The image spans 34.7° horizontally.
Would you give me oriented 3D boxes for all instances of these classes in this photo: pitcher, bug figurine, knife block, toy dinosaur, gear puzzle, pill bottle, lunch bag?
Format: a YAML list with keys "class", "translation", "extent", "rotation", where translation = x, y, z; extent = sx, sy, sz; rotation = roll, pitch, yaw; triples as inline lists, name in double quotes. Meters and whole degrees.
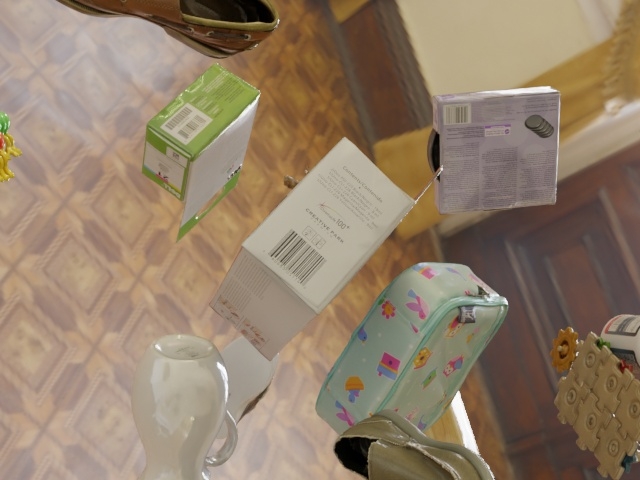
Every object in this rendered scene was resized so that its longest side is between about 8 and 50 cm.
- class: "pitcher"
  translation: [-0.169, 0.226, 1.346]
  extent: [0.177, 0.125, 0.207]
  rotation: [-19, 121, -52]
- class: "bug figurine"
  translation: [-0.532, -0.170, 1.404]
  extent: [0.279, 0.072, 0.216]
  rotation: [20, 13, -1]
- class: "knife block"
  translation: [0.236, 0.297, 2.084]
  extent: [0.088, 0.275, 0.242]
  rotation: [38, 74, -47]
- class: "toy dinosaur"
  translation: [0.021, -0.122, 2.349]
  extent: [0.211, 0.112, 0.064]
  rotation: [19, 1, 0]
- class: "gear puzzle"
  translation: [0.490, 0.269, 1.814]
  extent: [0.044, 0.176, 0.339]
  rotation: [14, 20, -20]
- class: "pill bottle"
  translation: [0.580, 0.185, 1.789]
  extent: [0.107, 0.180, 0.108]
  rotation: [1, 88, -16]
- class: "lunch bag"
  translation: [0.137, 0.160, 1.423]
  extent: [0.224, 0.279, 0.108]
  rotation: [7, 31, -52]

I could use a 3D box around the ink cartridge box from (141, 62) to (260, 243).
- class: "ink cartridge box"
  translation: [-0.209, -0.140, 1.720]
  extent: [0.097, 0.255, 0.189]
  rotation: [34, 54, 9]

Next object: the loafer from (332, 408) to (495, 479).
- class: "loafer"
  translation: [0.093, 0.249, 1.051]
  extent: [0.087, 0.251, 0.094]
  rotation: [-10, 102, -25]

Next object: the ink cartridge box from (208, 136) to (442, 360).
- class: "ink cartridge box"
  translation: [0.000, 0.000, 1.395]
  extent: [0.130, 0.309, 0.272]
  rotation: [42, 67, 1]

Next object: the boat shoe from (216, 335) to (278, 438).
- class: "boat shoe"
  translation: [-0.140, 0.264, 1.955]
  extent: [0.108, 0.301, 0.102]
  rotation: [38, 42, 13]

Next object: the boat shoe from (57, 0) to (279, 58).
- class: "boat shoe"
  translation: [-0.183, -0.296, 1.143]
  extent: [0.307, 0.104, 0.111]
  rotation: [12, 80, -38]

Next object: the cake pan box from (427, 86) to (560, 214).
- class: "cake pan box"
  translation: [0.356, -0.185, 2.113]
  extent: [0.070, 0.266, 0.246]
  rotation: [-106, -170, -69]
